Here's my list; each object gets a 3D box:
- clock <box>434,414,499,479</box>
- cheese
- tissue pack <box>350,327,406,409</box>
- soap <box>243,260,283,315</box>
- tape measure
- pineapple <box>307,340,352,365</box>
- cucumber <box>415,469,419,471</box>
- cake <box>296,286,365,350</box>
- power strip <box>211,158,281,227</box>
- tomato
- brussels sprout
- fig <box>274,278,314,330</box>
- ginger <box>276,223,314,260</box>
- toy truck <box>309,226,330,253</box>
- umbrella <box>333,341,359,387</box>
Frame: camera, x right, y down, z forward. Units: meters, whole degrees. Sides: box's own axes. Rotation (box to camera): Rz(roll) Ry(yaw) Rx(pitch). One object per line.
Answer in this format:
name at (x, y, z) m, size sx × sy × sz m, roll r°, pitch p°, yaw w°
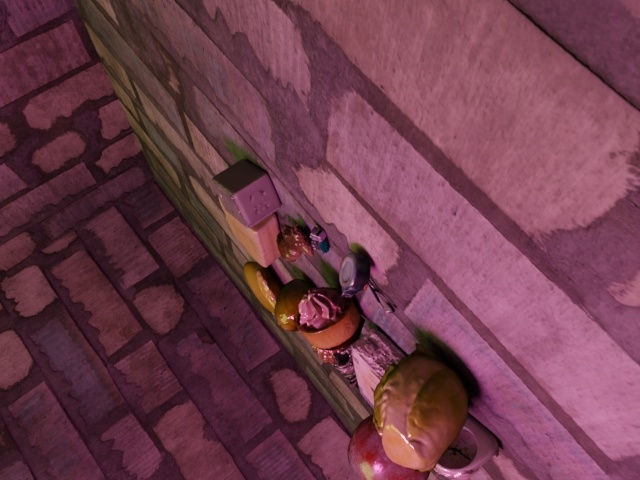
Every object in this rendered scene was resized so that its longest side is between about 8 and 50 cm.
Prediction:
clock at (0.347, 0.543, 1.411) m, size 0.151 × 0.191 × 0.062 m, roll 37°, pitch 156°, yaw 47°
cheese at (-0.248, -0.064, 1.971) m, size 0.242 × 0.124 × 0.265 m, roll 43°, pitch 161°, yaw 24°
tissue pack at (0.216, 0.452, 1.704) m, size 0.242 × 0.125 × 0.343 m, roll 44°, pitch 160°, yaw 35°
soap at (-0.245, 0.228, 2.556) m, size 0.306 × 0.115 × 0.427 m, roll 54°, pitch 165°, yaw -13°
tape measure at (0.134, 0.103, 1.402) m, size 0.180 × 0.104 × 0.107 m, roll 24°, pitch 143°, yaw -14°
pineapple at (0.046, 0.364, 1.960) m, size 0.166 × 0.166 × 0.193 m, roll 22°, pitch 143°, yaw 61°
cucumber at (0.311, 0.569, 1.597) m, size 0.130 × 0.191 × 0.191 m, roll 41°, pitch 159°, yaw 40°
cake at (0.020, 0.212, 1.680) m, size 0.185 × 0.208 × 0.178 m, roll -110°, pitch 2°, yaw -59°
power strip at (-0.250, -0.161, 1.746) m, size 0.224 × 0.139 × 0.140 m, roll 35°, pitch 156°, yaw 47°
tomato at (0.257, 0.799, 2.039) m, size 0.317 × 0.282 × 0.316 m, roll 41°, pitch -179°, yaw -1°
brussels sprout at (0.243, 0.410, 1.341) m, size 0.227 × 0.294 × 0.259 m, roll 15°, pitch 123°, yaw 24°
fig at (-0.082, 0.236, 2.015) m, size 0.181 × 0.181 × 0.191 m, roll 85°, pitch 177°, yaw -60°
ginger at (-0.094, 0.008, 1.749) m, size 0.122 × 0.084 × 0.290 m, roll 49°, pitch 165°, yaw -7°
toy truck at (0.000, 0.000, 1.560) m, size 0.044 × 0.039 × 0.083 m, roll 24°, pitch 151°, yaw 30°
umbrella at (0.144, 0.469, 1.942) m, size 0.106 × 0.113 × 0.357 m, roll 51°, pitch 176°, yaw 34°
